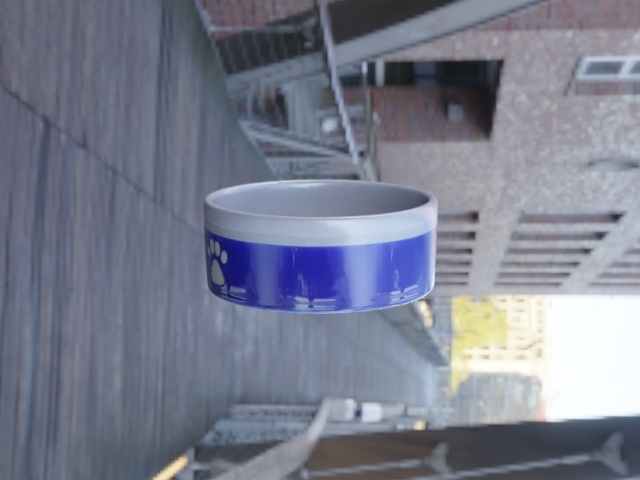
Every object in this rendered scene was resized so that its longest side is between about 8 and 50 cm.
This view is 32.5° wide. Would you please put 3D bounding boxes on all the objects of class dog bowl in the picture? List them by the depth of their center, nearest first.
[{"bbox_3d":[0.000,0.000,1.249,0.265,0.265,0.104,-62,153,-76],"label":"dog bowl"}]
